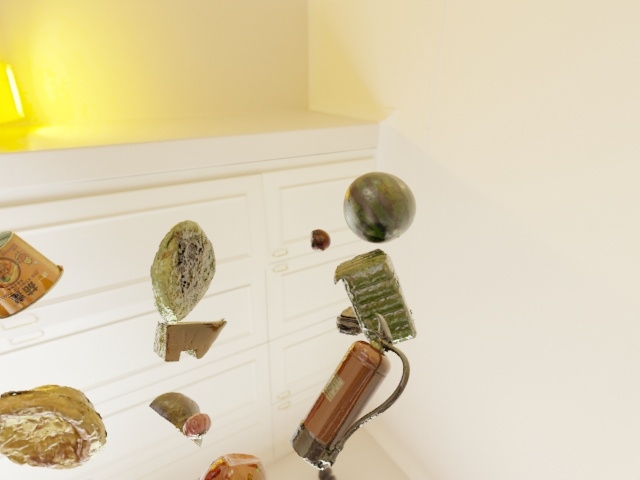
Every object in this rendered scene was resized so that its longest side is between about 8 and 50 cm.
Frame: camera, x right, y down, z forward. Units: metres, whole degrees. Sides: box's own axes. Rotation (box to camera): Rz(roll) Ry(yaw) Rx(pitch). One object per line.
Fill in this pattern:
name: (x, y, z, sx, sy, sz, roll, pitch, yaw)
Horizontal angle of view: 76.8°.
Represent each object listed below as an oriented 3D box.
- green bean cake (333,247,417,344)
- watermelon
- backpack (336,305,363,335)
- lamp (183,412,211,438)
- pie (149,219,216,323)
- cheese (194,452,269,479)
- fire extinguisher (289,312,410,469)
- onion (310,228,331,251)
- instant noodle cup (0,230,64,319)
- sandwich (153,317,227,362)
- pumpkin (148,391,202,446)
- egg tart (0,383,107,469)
green bean cake: (0.201, 0.212, 1.486, 0.335, 0.218, 0.318, -36, 104, -78)
watermelon: (0.232, -0.128, 1.587, 0.285, 0.285, 0.284, 31, -53, 51)
backpack: (0.178, 0.441, 2.156, 0.207, 0.258, 0.133, -1, -87, 23)
lamp: (-0.475, 0.717, 1.562, 0.092, 0.108, 0.107, 49, -39, 32)
pie: (-0.404, 0.090, 1.216, 0.323, 0.071, 0.322, 7, 90, -79)
cheese: (-0.242, 0.665, 1.130, 0.329, 0.217, 0.129, 143, -43, -67)
fire extinguisher: (0.095, 0.369, 0.963, 0.200, 0.113, 0.375, 29, -96, 40)
onion: (0.000, 0.000, 2.054, 0.119, 0.119, 0.117, -2, -99, 60)
instant noodle cup: (-0.882, 0.088, 1.140, 0.216, 0.216, 0.172, 32, -27, 51)
sandwich: (-0.438, 0.330, 1.376, 0.122, 0.236, 0.128, 1, -95, 46)
pumpkin: (-0.600, 0.798, 1.829, 0.169, 0.148, 0.312, -2, -46, 42)
egg tart: (-0.760, 0.509, 1.133, 0.129, 0.342, 0.340, -99, -165, -55)
